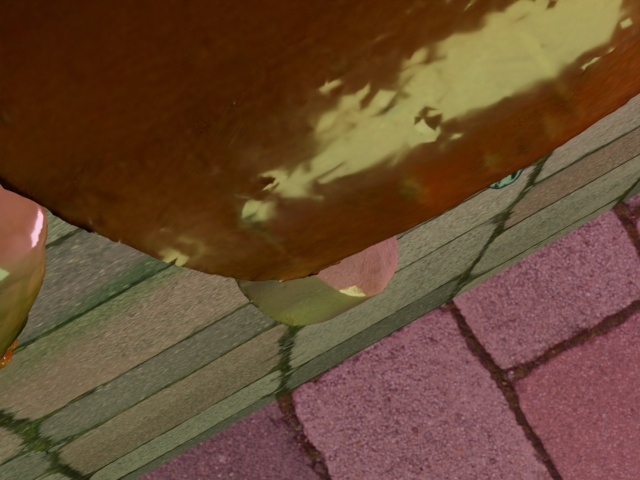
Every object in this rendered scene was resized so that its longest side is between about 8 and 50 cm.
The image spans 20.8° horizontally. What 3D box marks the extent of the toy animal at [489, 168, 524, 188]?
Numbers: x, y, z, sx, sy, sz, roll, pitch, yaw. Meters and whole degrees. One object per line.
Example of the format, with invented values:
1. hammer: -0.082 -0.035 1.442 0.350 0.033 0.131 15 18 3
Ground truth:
1. toy animal: 0.133 -0.138 0.884 0.239 0.255 0.176 11 -168 -13

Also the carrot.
1. carrot: 0.043 -0.119 0.577 0.331 0.193 0.214 -37 133 15

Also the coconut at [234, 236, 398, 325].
1. coconut: 0.000 0.000 1.357 0.116 0.116 0.122 -21 171 -44

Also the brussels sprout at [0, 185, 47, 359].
1. brussels sprout: -0.194 0.020 0.792 0.145 0.131 0.183 -33 176 -16

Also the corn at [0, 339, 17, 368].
1. corn: -0.241 0.057 1.045 0.068 0.068 0.207 -32 170 9
